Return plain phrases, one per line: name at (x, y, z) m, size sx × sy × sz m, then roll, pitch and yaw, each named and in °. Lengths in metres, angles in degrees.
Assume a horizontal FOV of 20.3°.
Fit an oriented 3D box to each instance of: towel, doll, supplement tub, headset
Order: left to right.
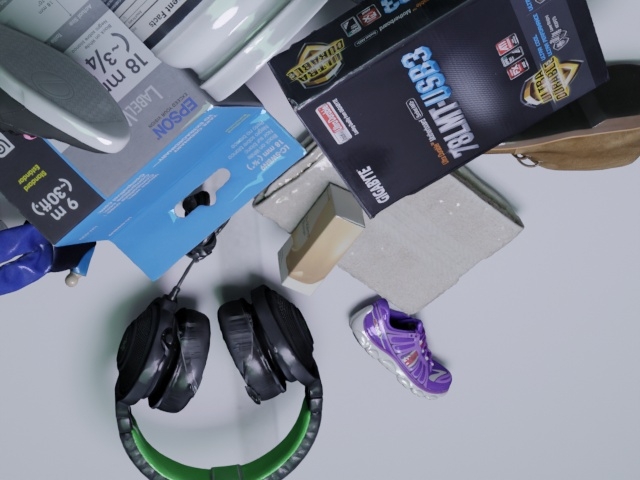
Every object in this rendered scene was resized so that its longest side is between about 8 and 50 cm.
doll at (-0.297, -0.004, 1.947) m, size 0.189 × 0.046 × 0.129 m, roll -26°, pitch 117°, yaw -30°
supplement tub at (-0.130, -0.282, 1.646) m, size 0.191 × 0.191 × 0.272 m, roll -41°, pitch 100°, yaw 23°
headset at (-0.121, 0.135, 2.052) m, size 0.243 × 0.185 × 0.394 m, roll -6°, pitch 114°, yaw -5°
towel at (0.075, -0.036, 2.035) m, size 0.187 × 0.049 × 0.282 m, roll -39°, pitch 125°, yaw 24°

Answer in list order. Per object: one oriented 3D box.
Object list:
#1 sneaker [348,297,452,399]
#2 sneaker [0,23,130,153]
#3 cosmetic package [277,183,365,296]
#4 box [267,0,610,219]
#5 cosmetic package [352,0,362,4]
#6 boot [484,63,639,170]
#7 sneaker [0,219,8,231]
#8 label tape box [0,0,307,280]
sneaker at (0.110, 0.132, 2.171) m, size 0.071 × 0.068 × 0.170 m, roll -39°, pitch 125°, yaw 15°
sneaker at (-0.326, -0.124, 1.704) m, size 0.295 × 0.104 × 0.147 m, roll 28°, pitch 115°, yaw 5°
cosmetic package at (0.000, 0.000, 1.984) m, size 0.041 × 0.060 × 0.115 m, roll 23°, pitch 122°, yaw -24°
box at (0.124, -0.167, 1.750) m, size 0.293 × 0.073 × 0.295 m, roll -32°, pitch 154°, yaw 2°
cosmetic package at (0.089, -0.290, 1.789) m, size 0.238 × 0.107 × 0.127 m, roll 26°, pitch 124°, yaw -31°
boot at (0.226, -0.115, 1.964) m, size 0.305 × 0.112 × 0.115 m, roll -4°, pitch 141°, yaw -9°
sneaker at (-0.463, 0.031, 1.916) m, size 0.262 × 0.099 × 0.121 m, roll -44°, pitch 129°, yaw -22°
label tape box at (-0.215, -0.121, 1.800) m, size 0.240 × 0.106 × 0.334 m, roll -39°, pitch 103°, yaw 22°
